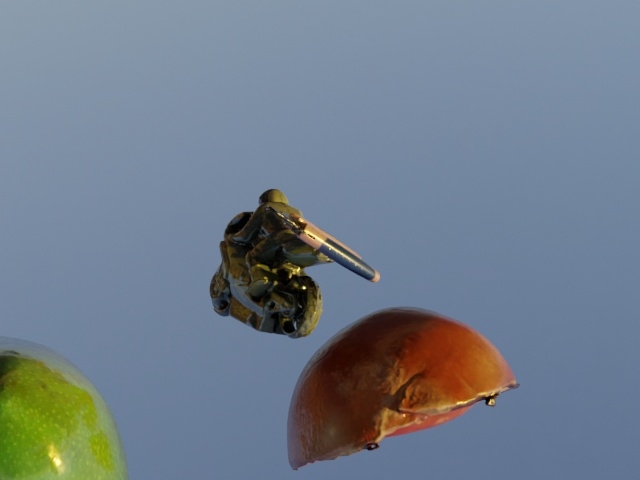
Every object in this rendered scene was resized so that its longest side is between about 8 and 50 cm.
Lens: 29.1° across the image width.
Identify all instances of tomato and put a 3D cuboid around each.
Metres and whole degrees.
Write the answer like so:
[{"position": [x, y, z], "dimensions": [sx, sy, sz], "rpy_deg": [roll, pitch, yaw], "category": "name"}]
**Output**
[{"position": [0.049, 0.120, 1.068], "dimensions": [0.199, 0.112, 0.228], "rpy_deg": [-17, 170, -31], "category": "tomato"}]

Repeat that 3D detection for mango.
[{"position": [-0.254, 0.173, 0.934], "dimensions": [0.201, 0.225, 0.382], "rpy_deg": [-5, 163, -26], "category": "mango"}]

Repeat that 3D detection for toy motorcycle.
[{"position": [-0.043, 0.017, 1.076], "dimensions": [0.061, 0.124, 0.193], "rpy_deg": [12, 179, -30], "category": "toy motorcycle"}]

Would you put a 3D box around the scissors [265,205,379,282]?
[{"position": [0.000, 0.000, 0.917], "dimensions": [0.012, 0.113, 0.039], "rpy_deg": [-53, -140, 5], "category": "scissors"}]
